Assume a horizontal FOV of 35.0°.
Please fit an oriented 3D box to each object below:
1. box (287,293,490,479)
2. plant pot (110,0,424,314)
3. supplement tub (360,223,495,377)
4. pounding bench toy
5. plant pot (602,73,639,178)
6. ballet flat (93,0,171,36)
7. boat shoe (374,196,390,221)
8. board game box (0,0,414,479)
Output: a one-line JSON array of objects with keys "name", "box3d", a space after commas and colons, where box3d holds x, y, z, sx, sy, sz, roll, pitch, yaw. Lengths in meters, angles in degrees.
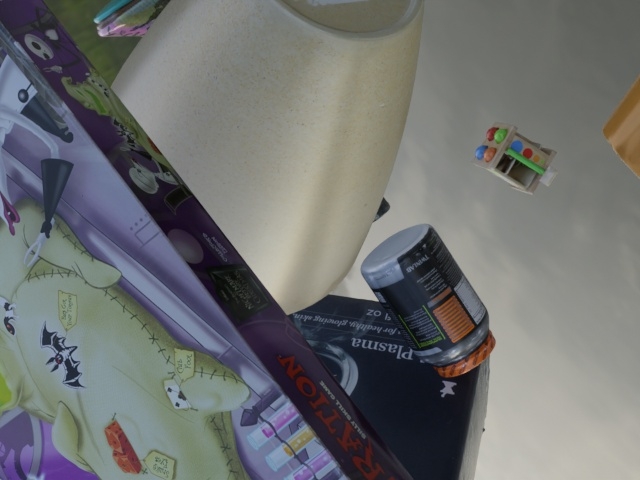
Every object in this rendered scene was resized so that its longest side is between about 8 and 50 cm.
[{"name": "box", "box3d": [-0.024, 0.341, 1.491, 0.480, 0.471, 0.297, 7, 140, 14]}, {"name": "plant pot", "box3d": [-0.036, -0.113, 0.770, 0.256, 0.256, 0.274, 51, 146, 12]}, {"name": "supplement tub", "box3d": [0.148, 0.082, 1.361, 0.190, 0.117, 0.117, 57, 165, -13]}, {"name": "pounding bench toy", "box3d": [0.206, -0.087, 1.064, 0.065, 0.052, 0.083, 29, -177, -17]}, {"name": "plant pot", "box3d": [0.414, -0.139, 1.079, 0.205, 0.188, 0.205, 34, -154, -19]}, {"name": "ballet flat", "box3d": [-0.132, -0.245, 0.968, 0.077, 0.221, 0.079, -12, 128, 37]}, {"name": "boat shoe", "box3d": [0.000, 0.000, 1.420, 0.070, 0.219, 0.077, 44, -157, -21]}, {"name": "board game box", "box3d": [-0.114, 0.071, 0.475, 0.346, 0.208, 0.056, 51, -152, 9]}]
